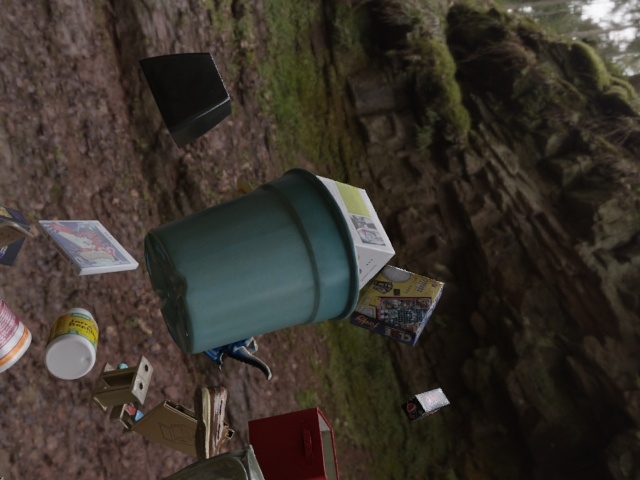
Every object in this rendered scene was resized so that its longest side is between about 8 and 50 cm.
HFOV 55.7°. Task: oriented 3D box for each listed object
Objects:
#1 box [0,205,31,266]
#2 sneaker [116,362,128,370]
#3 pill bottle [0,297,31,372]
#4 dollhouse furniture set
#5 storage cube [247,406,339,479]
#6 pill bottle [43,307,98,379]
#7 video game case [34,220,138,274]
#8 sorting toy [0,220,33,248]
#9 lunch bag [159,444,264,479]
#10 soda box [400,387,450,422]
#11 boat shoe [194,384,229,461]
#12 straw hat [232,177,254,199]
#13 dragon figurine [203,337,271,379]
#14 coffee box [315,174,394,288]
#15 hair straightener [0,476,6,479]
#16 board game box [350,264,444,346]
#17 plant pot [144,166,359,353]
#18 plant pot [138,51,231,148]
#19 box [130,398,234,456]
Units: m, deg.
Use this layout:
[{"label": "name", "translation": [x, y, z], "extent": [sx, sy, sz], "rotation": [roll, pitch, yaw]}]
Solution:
[{"label": "box", "translation": [-1.147, -0.040, 2.021], "extent": [0.143, 0.270, 0.165], "rotation": [34, -82, 43]}, {"label": "sneaker", "translation": [-0.692, 0.471, 2.027], "extent": [0.065, 0.076, 0.166], "rotation": [-83, -168, -57]}, {"label": "pill bottle", "translation": [-1.145, 0.238, 1.956], "extent": [0.224, 0.224, 0.392], "rotation": [49, -16, 55]}, {"label": "dollhouse furniture set", "translation": [-0.538, 0.444, 1.740], "extent": [0.128, 0.130, 0.183], "rotation": [-87, 160, -49]}, {"label": "storage cube", "translation": [-0.068, 0.571, 1.584], "extent": [0.215, 0.193, 0.183], "rotation": [70, 9, -53]}, {"label": "pill bottle", "translation": [-0.623, 0.250, 1.527], "extent": [0.208, 0.118, 0.117], "rotation": [-134, -145, -66]}, {"label": "video game case", "translation": [-0.586, 0.013, 1.533], "extent": [0.183, 0.201, 0.023], "rotation": [42, -73, 16]}, {"label": "sorting toy", "translation": [-0.701, 0.014, 1.219], "extent": [0.038, 0.208, 0.193], "rotation": [63, -17, -2]}, {"label": "lunch bag", "translation": [-0.181, 0.398, 0.808], "extent": [0.287, 0.236, 0.168], "rotation": [115, -47, -78]}, {"label": "soda box", "translation": [0.294, 0.458, 1.688], "extent": [0.060, 0.169, 0.053], "rotation": [-43, -117, 24]}, {"label": "boat shoe", "translation": [-0.198, 0.357, 1.125], "extent": [0.064, 0.060, 0.177], "rotation": [8, -81, 62]}, {"label": "straw hat", "translation": [-0.288, -0.153, 2.217], "extent": [0.144, 0.061, 0.144], "rotation": [42, -28, 28]}, {"label": "dragon figurine", "translation": [-0.221, 0.229, 1.339], "extent": [0.289, 0.144, 0.085], "rotation": [54, -15, 28]}, {"label": "coffee box", "translation": [0.000, 0.000, 2.242], "extent": [0.337, 0.335, 0.338], "rotation": [-50, -137, 33]}, {"label": "hair straightener", "translation": [-0.791, 0.576, 1.421], "extent": [0.047, 0.089, 0.230], "rotation": [44, -18, 29]}, {"label": "board game box", "translation": [0.197, 0.156, 1.523], "extent": [0.165, 0.243, 0.042], "rotation": [19, -57, 19]}, {"label": "plant pot", "translation": [-0.154, 0.054, 1.222], "extent": [0.341, 0.334, 0.340], "rotation": [40, -41, 47]}, {"label": "plant pot", "translation": [-0.320, -0.358, 1.489], "extent": [0.187, 0.167, 0.188], "rotation": [150, -84, -82]}, {"label": "box", "translation": [-0.300, 0.410, 1.307], "extent": [0.201, 0.165, 0.021], "rotation": [-40, -155, 44]}]
